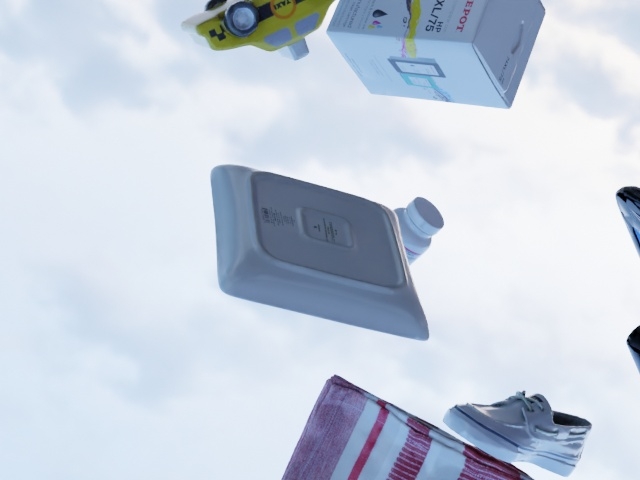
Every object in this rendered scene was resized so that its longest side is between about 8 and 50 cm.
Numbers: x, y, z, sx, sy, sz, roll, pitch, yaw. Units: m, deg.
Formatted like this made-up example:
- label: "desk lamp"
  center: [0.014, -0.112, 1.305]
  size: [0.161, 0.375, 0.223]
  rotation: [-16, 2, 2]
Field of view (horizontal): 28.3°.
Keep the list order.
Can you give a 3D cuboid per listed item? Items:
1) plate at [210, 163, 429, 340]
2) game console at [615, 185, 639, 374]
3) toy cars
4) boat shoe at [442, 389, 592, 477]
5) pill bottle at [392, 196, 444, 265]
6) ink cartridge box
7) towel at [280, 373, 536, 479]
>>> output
- label: "plate"
  center: [0.000, 0.000, 1.623]
  size: [0.278, 0.045, 0.277]
  rotation: [14, -147, -17]
- label: "game console"
  center: [0.370, 0.091, 1.271]
  size: [0.044, 0.361, 0.213]
  rotation: [-38, -150, -14]
- label: "toy cars"
  center: [0.002, -0.284, 1.406]
  size: [0.177, 0.087, 0.393]
  rotation: [-9, -154, 35]
- label: "boat shoe"
  center: [0.220, 0.199, 1.402]
  size: [0.083, 0.075, 0.226]
  rotation: [34, -173, 42]
- label: "pill bottle"
  center: [0.123, 0.003, 2.057]
  size: [0.087, 0.160, 0.087]
  rotation: [32, -147, -23]
- label: "ink cartridge box"
  center: [0.193, -0.357, 2.076]
  size: [0.270, 0.198, 0.197]
  rotation: [10, 159, 32]
- label: "towel"
  center: [0.106, 0.349, 1.653]
  size: [0.329, 0.237, 0.037]
  rotation: [25, -172, 17]
